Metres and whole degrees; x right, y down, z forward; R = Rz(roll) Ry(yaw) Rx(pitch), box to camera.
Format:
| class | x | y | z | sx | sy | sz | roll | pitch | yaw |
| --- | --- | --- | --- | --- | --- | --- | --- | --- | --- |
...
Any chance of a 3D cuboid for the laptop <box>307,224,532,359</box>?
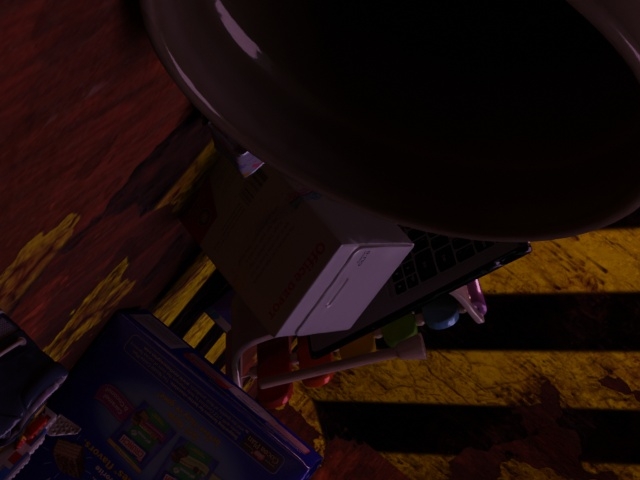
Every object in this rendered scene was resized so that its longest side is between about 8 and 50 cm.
| class | x | y | z | sx | sy | sz | roll | pitch | yaw |
| --- | --- | --- | --- | --- | --- | --- | --- | --- | --- |
| laptop | 0.095 | -0.146 | 1.498 | 0.408 | 0.236 | 0.382 | -28 | -148 | 12 |

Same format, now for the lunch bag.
| class | x | y | z | sx | sy | sz | roll | pitch | yaw |
| --- | --- | --- | --- | --- | --- | --- | --- | --- | --- |
| lunch bag | -0.051 | -0.103 | 1.146 | 0.083 | 0.053 | 0.071 | -41 | 170 | -7 |

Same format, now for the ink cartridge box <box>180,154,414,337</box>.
| class | x | y | z | sx | sy | sz | roll | pitch | yaw |
| --- | --- | --- | --- | --- | --- | --- | --- | --- | --- |
| ink cartridge box | -0.024 | -0.008 | 1.364 | 0.127 | 0.176 | 0.128 | 0 | 134 | -51 |

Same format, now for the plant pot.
| class | x | y | z | sx | sy | sz | roll | pitch | yaw |
| --- | --- | --- | --- | --- | --- | --- | --- | --- | --- |
| plant pot | 0.090 | -0.200 | 0.837 | 0.323 | 0.323 | 0.280 | 114 | -1 | -67 |

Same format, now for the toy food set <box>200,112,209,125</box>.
| class | x | y | z | sx | sy | sz | roll | pitch | yaw |
| --- | --- | --- | --- | --- | --- | --- | --- | --- | --- |
| toy food set | -0.074 | -0.131 | 1.157 | 0.083 | 0.020 | 0.082 | -52 | 174 | 2 |

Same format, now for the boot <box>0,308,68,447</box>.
| class | x | y | z | sx | sy | sz | roll | pitch | yaw |
| --- | --- | --- | --- | --- | --- | --- | --- | --- | --- |
| boot | -0.261 | 0.124 | 0.935 | 0.190 | 0.086 | 0.069 | -48 | 173 | -36 |

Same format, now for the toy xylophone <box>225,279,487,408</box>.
| class | x | y | z | sx | sy | sz | roll | pitch | yaw |
| --- | --- | --- | --- | --- | --- | --- | --- | --- | --- |
| toy xylophone | 0.026 | 0.096 | 1.548 | 0.322 | 0.081 | 0.236 | -13 | -146 | 15 |

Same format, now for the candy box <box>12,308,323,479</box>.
| class | x | y | z | sx | sy | sz | roll | pitch | yaw |
| --- | --- | --- | --- | --- | --- | --- | --- | --- | --- |
| candy box | -0.198 | 0.278 | 1.464 | 0.317 | 0.268 | 0.122 | -51 | 170 | 3 |

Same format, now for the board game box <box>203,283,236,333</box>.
| class | x | y | z | sx | sy | sz | roll | pitch | yaw |
| --- | --- | --- | --- | --- | --- | --- | --- | --- | --- |
| board game box | 0.000 | 0.000 | 1.853 | 0.233 | 0.078 | 0.347 | -48 | -173 | -32 |

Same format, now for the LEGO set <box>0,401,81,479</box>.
| class | x | y | z | sx | sy | sz | roll | pitch | yaw |
| --- | --- | --- | --- | --- | --- | --- | --- | --- | --- |
| LEGO set | -0.327 | 0.244 | 1.322 | 0.244 | 0.060 | 0.182 | -52 | 178 | 2 |
